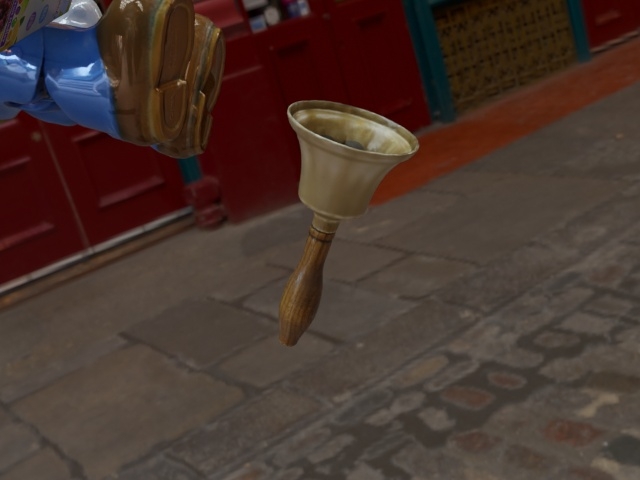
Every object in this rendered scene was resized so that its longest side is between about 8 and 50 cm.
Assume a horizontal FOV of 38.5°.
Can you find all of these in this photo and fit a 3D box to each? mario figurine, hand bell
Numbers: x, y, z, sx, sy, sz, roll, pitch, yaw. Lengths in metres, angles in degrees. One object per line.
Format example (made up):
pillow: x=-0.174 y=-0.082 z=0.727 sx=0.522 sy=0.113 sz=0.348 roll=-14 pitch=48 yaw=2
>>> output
mario figurine: x=-0.217 y=-0.137 z=0.493 sx=0.320 sy=0.198 sz=0.170 roll=9 pitch=56 yaw=4
hand bell: x=0.000 y=0.000 z=0.890 sx=0.126 sy=0.242 sz=0.126 roll=14 pitch=24 yaw=-6

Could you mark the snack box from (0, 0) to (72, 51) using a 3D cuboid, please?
snack box: x=-0.187 y=-0.135 z=0.399 sx=0.141 sy=0.037 sz=0.100 roll=26 pitch=28 yaw=-5
